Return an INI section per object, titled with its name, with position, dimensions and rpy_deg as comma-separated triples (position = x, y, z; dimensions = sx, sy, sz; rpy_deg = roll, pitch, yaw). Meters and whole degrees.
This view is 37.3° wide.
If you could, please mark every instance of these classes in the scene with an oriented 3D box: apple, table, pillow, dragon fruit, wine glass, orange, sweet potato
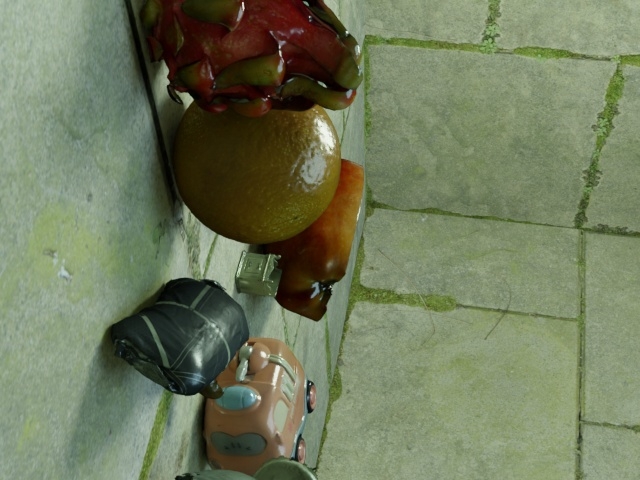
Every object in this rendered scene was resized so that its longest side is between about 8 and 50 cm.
[apple]
position = 0.000, 0.000, 2.214
dimensions = 0.365, 0.295, 0.329
rpy_deg = -81, 149, -51
[table]
position = -0.131, 0.071, 2.030
dimensions = 0.062, 0.083, 0.079
rpy_deg = 86, 14, -52
[pillow]
position = -0.199, 0.135, 1.417
dimensions = 0.092, 0.161, 0.335
rpy_deg = -51, 179, 19
[dragon fruit]
position = -0.096, -0.275, 1.324
dimensions = 0.307, 0.243, 0.227
rpy_deg = 52, 29, -3
[wine glass]
position = -0.137, 0.479, 1.637
dimensions = 0.357, 0.190, 0.191
rpy_deg = 12, 84, -60
[orange]
position = -0.102, -0.130, 1.494
dimensions = 0.274, 0.274, 0.274
rpy_deg = 6, 90, -82
[sweet potato]
position = -0.220, 0.206, 1.576
dimensions = 0.081, 0.062, 0.233
rpy_deg = 62, -1, 26

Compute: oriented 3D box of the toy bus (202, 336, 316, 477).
[toy bus]
position = -0.130, 0.327, 1.907
dimensions = 0.232, 0.194, 0.288
rpy_deg = 77, 20, -44

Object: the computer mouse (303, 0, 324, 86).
[computer mouse]
position = -0.041, -0.490, 2.209
dimensions = 0.331, 0.095, 0.197
rpy_deg = 74, 21, -48
